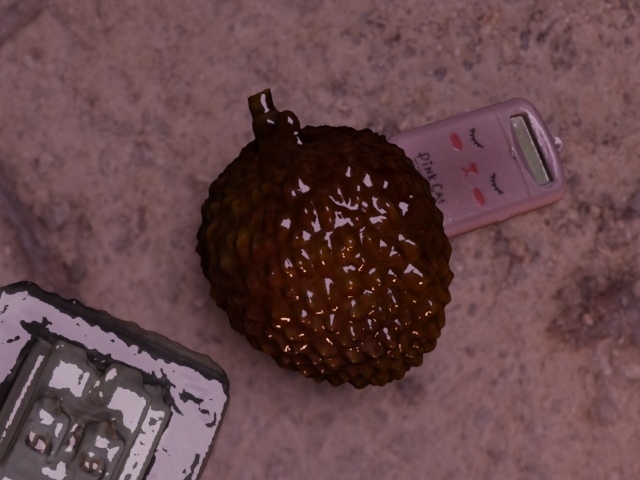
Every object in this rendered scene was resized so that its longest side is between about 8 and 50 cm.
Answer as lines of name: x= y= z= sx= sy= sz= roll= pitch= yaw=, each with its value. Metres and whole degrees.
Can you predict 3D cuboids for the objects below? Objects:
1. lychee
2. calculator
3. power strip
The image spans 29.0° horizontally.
lychee: x=0.000 y=0.000 z=0.913 sx=0.200 sy=0.200 sz=0.238 roll=-33 pitch=108 yaw=-20
calculator: x=0.132 y=-0.060 z=1.052 sx=0.175 sy=0.032 sz=0.100 roll=-18 pitch=80 yaw=-19
power strip: x=-0.180 y=0.149 z=0.899 sx=0.198 sy=0.064 sz=0.213 roll=21 pitch=72 yaw=-6
